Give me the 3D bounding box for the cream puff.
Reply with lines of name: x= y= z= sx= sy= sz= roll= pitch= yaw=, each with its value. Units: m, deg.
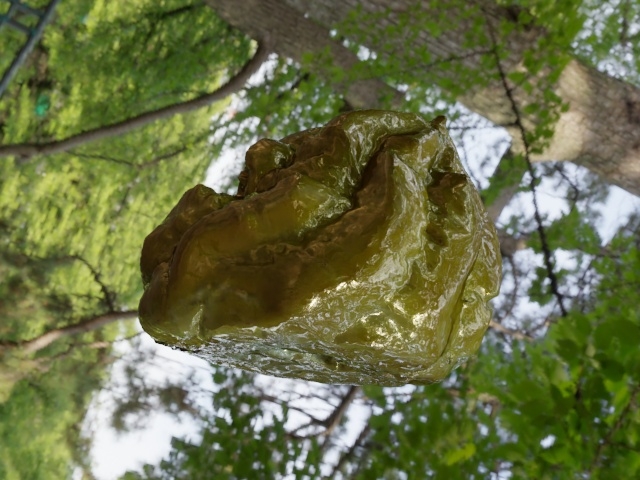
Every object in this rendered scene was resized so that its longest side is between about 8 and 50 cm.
cream puff: x=-0.002 y=0.000 z=0.735 sx=0.324 sy=0.291 sz=0.257 roll=-16 pitch=-123 yaw=55
